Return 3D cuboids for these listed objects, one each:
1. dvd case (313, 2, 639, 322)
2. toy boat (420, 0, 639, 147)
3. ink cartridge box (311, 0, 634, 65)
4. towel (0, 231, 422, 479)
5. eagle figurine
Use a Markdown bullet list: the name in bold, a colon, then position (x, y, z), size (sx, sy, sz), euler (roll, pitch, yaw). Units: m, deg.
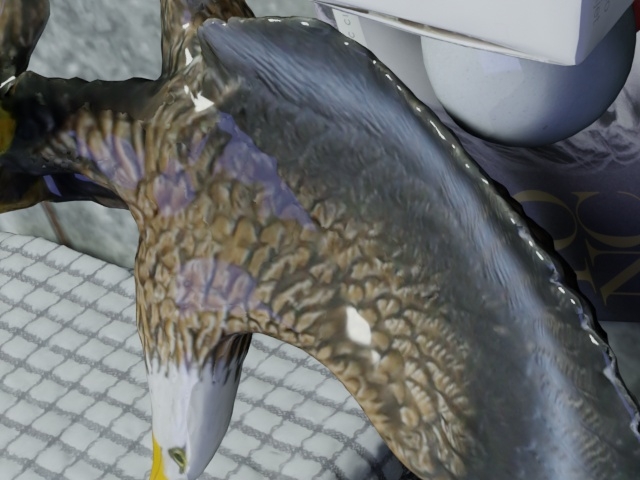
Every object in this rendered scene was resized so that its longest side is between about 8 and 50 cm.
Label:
- **dvd case**: position (0.109, -0.039, 0.704), size (0.221, 0.018, 0.164), euler (1, 122, 38)
- **toy boat**: position (0.184, -0.013, 0.551), size (0.318, 0.148, 0.267), euler (33, 132, 7)
- **ink cartridge box**: position (0.078, -0.169, 0.482), size (0.092, 0.218, 0.158), euler (18, 131, 21)
- **towel**: position (-0.109, 0.127, 0.844), size (0.283, 0.235, 0.121), euler (18, 134, 29)
- **eagle figurine**: position (-0.002, 0.009, 0.622), size (0.298, 0.226, 0.225), euler (19, 137, 8)
